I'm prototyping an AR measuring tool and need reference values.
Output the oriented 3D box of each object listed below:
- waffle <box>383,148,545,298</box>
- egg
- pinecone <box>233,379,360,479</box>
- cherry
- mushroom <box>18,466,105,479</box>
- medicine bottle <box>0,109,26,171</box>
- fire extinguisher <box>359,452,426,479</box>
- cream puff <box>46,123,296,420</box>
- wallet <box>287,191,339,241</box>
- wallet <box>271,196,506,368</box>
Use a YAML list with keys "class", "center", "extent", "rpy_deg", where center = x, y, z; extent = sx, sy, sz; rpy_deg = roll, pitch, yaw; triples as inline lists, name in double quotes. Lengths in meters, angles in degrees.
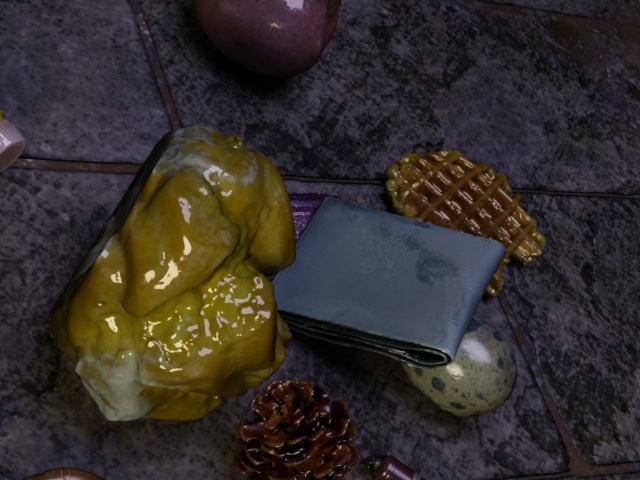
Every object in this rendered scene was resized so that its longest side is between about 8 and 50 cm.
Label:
- class: "waffle"
  center: [0.236, -0.033, 2.126]
  extent: [0.300, 0.058, 0.282]
  rpy_deg: [-9, 61, -41]
- class: "egg"
  center: [0.191, 0.170, 1.859]
  extent: [0.181, 0.141, 0.141]
  rpy_deg: [33, 41, 10]
- class: "pinecone"
  center: [-0.032, 0.245, 1.620]
  extent: [0.173, 0.173, 0.174]
  rpy_deg: [19, 46, -21]
- class: "cherry"
  center: [-0.090, -0.368, 2.088]
  extent: [0.239, 0.206, 0.239]
  rpy_deg: [-4, 44, 4]
- class: "mushroom"
  center: [-0.300, 0.313, 1.432]
  extent: [0.170, 0.080, 0.135]
  rpy_deg: [6, 39, -31]
- class: "medicine bottle"
  center: [-0.475, -0.182, 1.697]
  extent: [0.212, 0.122, 0.122]
  rpy_deg: [45, 42, 6]
- class: "fire extinguisher"
  center: [0.118, 0.326, 1.749]
  extent: [0.157, 0.045, 0.078]
  rpy_deg: [35, 14, -4]
- class: "cream puff"
  center: [-0.146, 0.054, 1.594]
  extent: [0.275, 0.378, 0.378]
  rpy_deg: [31, 43, -10]
- class: "wallet"
  center: [0.001, -0.001, 1.949]
  extent: [0.111, 0.030, 0.166]
  rpy_deg: [5, 53, -33]
- class: "wallet"
  center: [0.091, 0.055, 1.849]
  extent: [0.290, 0.054, 0.251]
  rpy_deg: [15, 45, 20]
